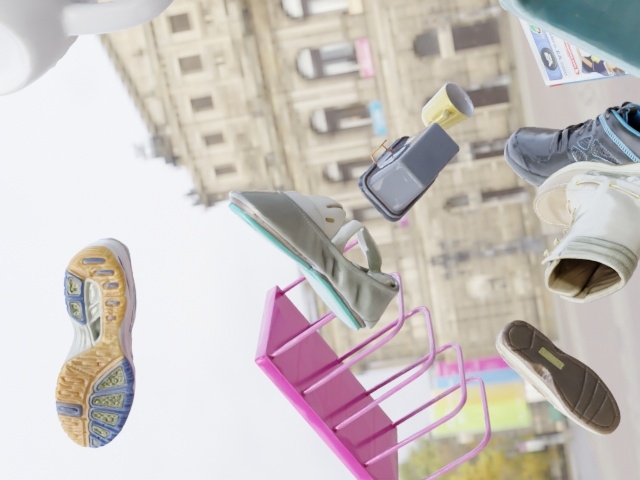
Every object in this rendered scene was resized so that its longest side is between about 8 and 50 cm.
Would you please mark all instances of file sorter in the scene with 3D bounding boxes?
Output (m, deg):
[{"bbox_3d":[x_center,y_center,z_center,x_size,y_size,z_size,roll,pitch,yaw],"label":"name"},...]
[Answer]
[{"bbox_3d":[0.078,0.170,1.710,0.290,0.182,0.202,51,-163,-18],"label":"file sorter"}]

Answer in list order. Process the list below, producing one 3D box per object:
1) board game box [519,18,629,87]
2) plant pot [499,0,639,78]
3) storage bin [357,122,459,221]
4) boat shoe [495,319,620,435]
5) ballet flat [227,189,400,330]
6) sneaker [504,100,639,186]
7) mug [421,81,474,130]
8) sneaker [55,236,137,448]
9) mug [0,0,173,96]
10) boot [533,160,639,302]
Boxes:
[{"bbox_3d":[0.350,-0.362,1.622,0.302,0.086,0.308,5,121,64],"label":"board game box"},{"bbox_3d":[0.262,-0.197,0.600,0.252,0.248,0.247,-62,-3,-6],"label":"plant pot"},{"bbox_3d":[0.128,-0.109,1.805,0.098,0.091,0.135,47,-127,-4],"label":"storage bin"},{"bbox_3d":[0.305,0.181,1.646,0.190,0.068,0.072,46,157,12],"label":"boat shoe"},{"bbox_3d":[0.000,0.000,1.016,0.072,0.068,0.213,37,173,41],"label":"ballet flat"},{"bbox_3d":[0.407,-0.137,1.789,0.125,0.341,0.139,-33,-57,-38],"label":"sneaker"},{"bbox_3d":[0.180,-0.193,1.894,0.078,0.064,0.062,1,-120,-50],"label":"mug"},{"bbox_3d":[-0.295,0.140,1.772,0.131,0.112,0.296,-69,-12,-74],"label":"sneaker"},{"bbox_3d":[-0.340,-0.345,1.515,0.276,0.374,0.328,87,-172,-58],"label":"mug"},{"bbox_3d":[0.280,-0.008,1.369,0.165,0.213,0.077,-48,-66,-27],"label":"boot"}]
